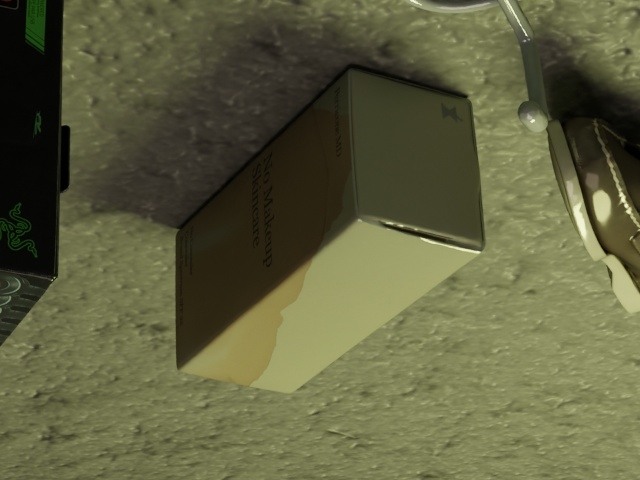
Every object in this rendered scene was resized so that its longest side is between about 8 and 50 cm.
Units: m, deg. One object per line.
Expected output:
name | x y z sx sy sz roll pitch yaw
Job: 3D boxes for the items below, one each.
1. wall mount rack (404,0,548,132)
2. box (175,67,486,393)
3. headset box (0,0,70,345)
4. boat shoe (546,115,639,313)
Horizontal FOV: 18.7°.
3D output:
wall mount rack | 0.192 -0.196 1.267 0.350 0.130 0.304 -14 150 19
box | 0.000 0.000 1.613 0.121 0.148 0.311 13 147 -27
headset box | -0.312 -0.073 1.331 0.283 0.246 0.131 12 150 -24
boat shoe | 0.266 -0.028 1.620 0.096 0.117 0.324 -16 154 15
